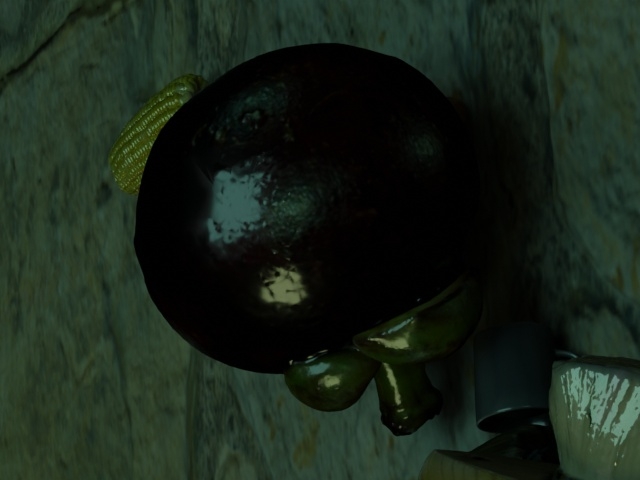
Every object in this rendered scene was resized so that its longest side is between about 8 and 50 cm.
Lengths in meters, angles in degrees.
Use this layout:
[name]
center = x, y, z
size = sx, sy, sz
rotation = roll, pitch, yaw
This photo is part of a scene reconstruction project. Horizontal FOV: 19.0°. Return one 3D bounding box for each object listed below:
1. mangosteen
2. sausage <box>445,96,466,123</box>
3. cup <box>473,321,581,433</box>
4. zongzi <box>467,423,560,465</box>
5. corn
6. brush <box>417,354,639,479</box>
[mangosteen]
center = -0.005, -0.012, 1.648
size = 0.330, 0.330, 0.330
rotation = -12, 75, 48
[sausage]
center = 0.099, -0.117, 1.745
size = 0.083, 0.034, 0.034
rotation = 13, 94, 51
[cup]
center = 0.176, 0.113, 1.591
size = 0.100, 0.078, 0.077
rotation = -9, 68, 14
[zongzi]
center = 0.149, 0.296, 1.577
size = 0.221, 0.112, 0.242
rotation = -36, 76, 26
[corn]
center = -0.168, -0.110, 2.038
size = 0.165, 0.063, 0.085
rotation = -40, 79, 41
[brush]
center = 0.200, 0.168, 1.432
size = 0.267, 0.174, 0.166
rotation = 8, 93, 23
